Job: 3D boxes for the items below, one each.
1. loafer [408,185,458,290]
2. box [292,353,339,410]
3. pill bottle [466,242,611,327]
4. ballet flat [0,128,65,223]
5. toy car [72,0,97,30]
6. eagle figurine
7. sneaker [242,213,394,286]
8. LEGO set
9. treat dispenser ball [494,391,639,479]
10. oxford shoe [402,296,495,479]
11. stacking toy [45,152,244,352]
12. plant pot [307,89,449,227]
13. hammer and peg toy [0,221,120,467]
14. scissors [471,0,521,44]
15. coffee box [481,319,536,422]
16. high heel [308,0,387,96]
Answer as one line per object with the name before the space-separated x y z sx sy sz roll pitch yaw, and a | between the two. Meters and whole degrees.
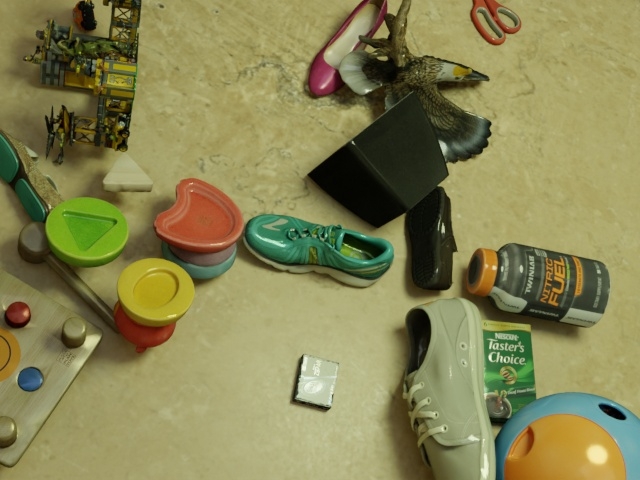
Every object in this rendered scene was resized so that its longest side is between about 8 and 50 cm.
loafer | 0.214 0.002 1.800 0.078 0.080 0.220 32 54 -38
box | -0.008 0.243 1.646 0.067 0.018 0.083 17 63 -9
pill bottle | 0.398 0.078 1.778 0.246 0.130 0.130 11 64 -11
ballet flat | -0.503 -0.112 1.647 0.067 0.073 0.206 -21 74 -52
toy car | -0.431 -0.444 1.837 0.041 0.060 0.122 2 34 32
eagle figurine | 0.209 -0.310 1.880 0.226 0.298 0.225 -48 50 2
sneaker | 0.000 0.000 1.708 0.275 0.110 0.107 12 64 -10
LEGO set | -0.417 -0.312 1.654 0.192 0.255 0.331 5 62 -14
treat dispenser ball | 0.412 0.390 1.550 0.288 0.288 0.288 6 65 -14
oxford shoe | 0.204 0.296 1.605 0.130 0.169 0.449 9 57 -16
stacking toy | -0.298 0.020 1.614 0.280 0.130 0.309 30 47 8
plant pot | 0.121 -0.134 1.773 0.188 0.187 0.167 -39 93 -28
hammer and peg toy | -0.476 0.140 1.494 0.266 0.127 0.361 32 62 -1
scissors | 0.336 -0.558 2.110 0.109 0.021 0.297 -26 77 -23
coffee box | 0.329 0.237 1.735 0.113 0.040 0.184 8 64 -13
high heel | 0.058 -0.390 1.898 0.082 0.117 0.244 39 62 3
